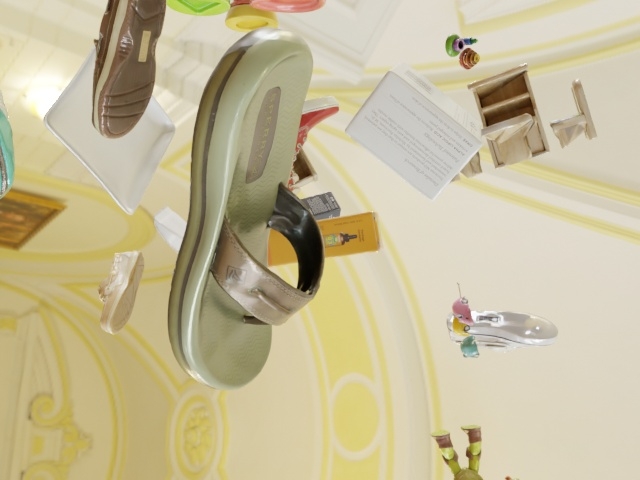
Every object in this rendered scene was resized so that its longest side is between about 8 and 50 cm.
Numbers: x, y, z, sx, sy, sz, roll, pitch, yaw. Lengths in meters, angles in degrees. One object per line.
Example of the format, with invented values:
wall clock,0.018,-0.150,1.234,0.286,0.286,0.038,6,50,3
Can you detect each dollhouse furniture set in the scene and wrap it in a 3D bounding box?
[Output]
dollhouse furniture set,0.483,-0.326,1.632,0.362,0.394,0.256,-17,-89,22
dollhouse furniture set,-0.105,-0.204,1.569,0.161,0.242,0.212,-27,-106,-6

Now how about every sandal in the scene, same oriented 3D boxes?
sandal,-0.041,0.007,0.451,0.086,0.120,0.302,23,-51,13

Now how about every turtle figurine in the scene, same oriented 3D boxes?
turtle figurine,0.304,0.522,1.364,0.270,0.087,0.217,-14,-97,14

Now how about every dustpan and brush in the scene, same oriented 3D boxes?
dustpan and brush,-0.332,0.015,1.564,0.060,0.211,0.147,-48,-171,10

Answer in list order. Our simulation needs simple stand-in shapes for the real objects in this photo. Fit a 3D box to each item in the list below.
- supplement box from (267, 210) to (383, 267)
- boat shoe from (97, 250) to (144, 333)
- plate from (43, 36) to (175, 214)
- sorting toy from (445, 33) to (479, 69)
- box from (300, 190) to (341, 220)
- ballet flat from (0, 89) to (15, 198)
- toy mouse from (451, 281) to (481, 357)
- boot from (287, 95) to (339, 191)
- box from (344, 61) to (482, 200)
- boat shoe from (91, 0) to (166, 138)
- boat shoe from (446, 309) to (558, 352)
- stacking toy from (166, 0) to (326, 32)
supplement box,0.000,0.000,1.202,0.234,0.080,0.078,-9,-92,13
boat shoe,-0.355,0.088,1.091,0.063,0.059,0.170,89,5,-45
plate,-0.437,-0.240,1.320,0.045,0.277,0.278,-5,-130,27
sorting toy,0.325,-0.426,1.405,0.042,0.102,0.061,16,-100,50
box,-0.023,-0.070,2.144,0.156,0.158,0.093,95,-27,-51
ballet flat,-0.384,-0.164,0.664,0.083,0.247,0.087,-12,-151,20
toy mouse,0.267,0.164,1.165,0.143,0.031,0.161,-87,165,-73
boot,-0.051,-0.183,1.294,0.088,0.244,0.176,173,-108,-83
box,0.156,-0.182,1.015,0.119,0.182,0.181,-51,-178,24
boat shoe,-0.319,-0.295,1.011,0.095,0.095,0.257,35,-69,31
boat shoe,0.447,0.236,1.562,0.268,0.096,0.088,1,-57,21
stacking toy,-0.154,-0.542,1.287,0.309,0.280,0.130,2,-88,50
